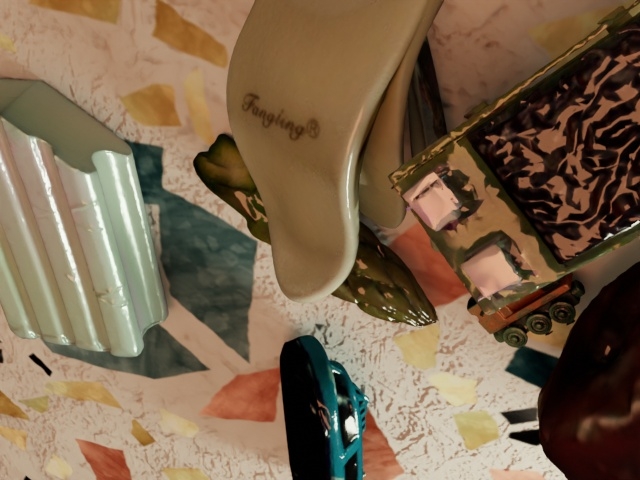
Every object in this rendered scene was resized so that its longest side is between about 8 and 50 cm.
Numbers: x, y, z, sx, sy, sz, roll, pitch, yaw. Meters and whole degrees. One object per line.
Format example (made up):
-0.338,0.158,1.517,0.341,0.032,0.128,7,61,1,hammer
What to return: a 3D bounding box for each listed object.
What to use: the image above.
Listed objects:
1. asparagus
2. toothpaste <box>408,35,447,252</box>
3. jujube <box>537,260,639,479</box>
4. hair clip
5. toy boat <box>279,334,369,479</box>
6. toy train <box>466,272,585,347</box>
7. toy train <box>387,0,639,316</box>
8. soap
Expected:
0.000,0.000,0.639,0.287,0.080,0.080,37,127,-9,asparagus
0.093,-0.078,0.568,0.037,0.062,0.216,-2,126,19,toothpaste
0.345,0.184,0.554,0.258,0.258,0.376,-30,104,33,jujube
0.002,-0.088,0.515,0.172,0.113,0.282,34,141,42,hair clip
0.020,0.234,0.789,0.092,0.134,0.298,-13,124,-17,toy boat
0.197,0.058,0.634,0.064,0.044,0.103,49,126,-3,toy train
0.182,-0.063,0.452,0.261,0.177,0.134,-35,93,29,toy train
-0.277,-0.018,0.712,0.173,0.095,0.289,7,125,16,soap
